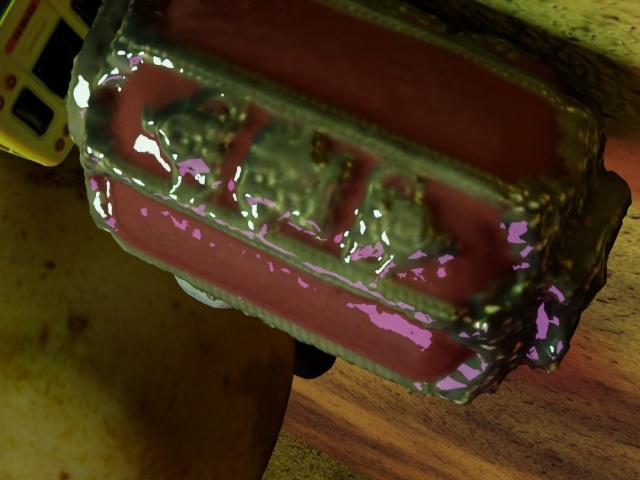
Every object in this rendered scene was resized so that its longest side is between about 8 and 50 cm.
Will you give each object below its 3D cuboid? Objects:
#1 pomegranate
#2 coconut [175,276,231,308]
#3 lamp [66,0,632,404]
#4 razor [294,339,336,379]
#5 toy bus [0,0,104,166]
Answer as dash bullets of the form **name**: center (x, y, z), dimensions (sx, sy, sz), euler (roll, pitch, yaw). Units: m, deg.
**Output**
- **pomegranate**: center (-0.222, 0.076, 1.079), dimensions (0.416, 0.417, 0.417), euler (26, 168, 6)
- **coconut**: center (-0.038, -0.032, 0.868), dimensions (0.147, 0.153, 0.147), euler (29, 169, 6)
- **lamp**: center (0.011, -0.035, 0.698), dimensions (0.274, 0.177, 0.177), euler (26, 168, 13)
- **razor**: center (-0.134, 0.012, 1.365), dimensions (0.349, 0.113, 0.204), euler (25, 170, 17)
- **toy bus**: center (-0.291, -0.157, 0.917), dimensions (0.331, 0.145, 0.151), euler (20, 168, 29)
